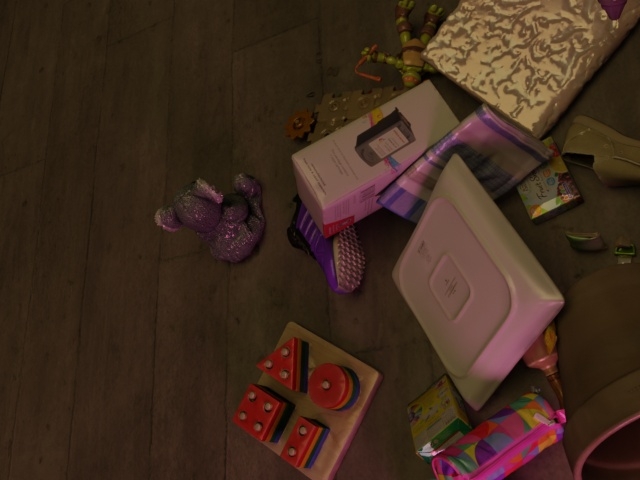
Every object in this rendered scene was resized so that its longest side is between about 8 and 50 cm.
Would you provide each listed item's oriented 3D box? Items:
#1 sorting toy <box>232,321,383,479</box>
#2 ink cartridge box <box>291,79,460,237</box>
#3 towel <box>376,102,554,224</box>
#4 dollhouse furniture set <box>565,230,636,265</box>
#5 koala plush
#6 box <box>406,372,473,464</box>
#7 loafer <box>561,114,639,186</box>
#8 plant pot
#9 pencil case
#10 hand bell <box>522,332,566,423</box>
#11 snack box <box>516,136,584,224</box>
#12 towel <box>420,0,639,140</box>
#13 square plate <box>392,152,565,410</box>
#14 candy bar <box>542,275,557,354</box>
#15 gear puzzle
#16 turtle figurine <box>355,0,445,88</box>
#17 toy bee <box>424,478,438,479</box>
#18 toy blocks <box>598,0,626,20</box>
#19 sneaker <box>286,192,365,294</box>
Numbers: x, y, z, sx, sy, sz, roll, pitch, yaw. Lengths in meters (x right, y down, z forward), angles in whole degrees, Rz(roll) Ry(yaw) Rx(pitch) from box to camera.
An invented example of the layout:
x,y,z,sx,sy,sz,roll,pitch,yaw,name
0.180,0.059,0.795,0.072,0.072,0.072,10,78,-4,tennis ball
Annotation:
x,y,z,sx,sy,sz,roll,pitch,yaw,name
-0.043,0.325,1.521,0.257,0.089,0.255,25,87,36,sorting toy
0.107,-0.151,1.448,0.306,0.226,0.131,-31,76,-7,ink cartridge box
0.271,-0.119,1.384,0.285,0.209,0.034,-42,41,30,towel
0.506,0.024,1.292,0.151,0.076,0.058,3,74,32,dollhouse furniture set
-0.256,-0.065,1.717,0.196,0.221,0.203,-28,60,21,koala plush
0.212,0.319,1.345,0.105,0.043,0.179,-43,13,13,box
0.544,-0.133,1.317,0.092,0.102,0.268,-54,45,6,loafer
0.493,0.196,1.122,0.323,0.323,0.280,-31,43,20,plant pot
0.299,0.341,1.225,0.236,0.104,0.104,-28,52,-22,pencil case
0.409,0.244,1.277,0.126,0.126,0.242,-30,73,20,hand bell
0.428,-0.115,1.415,0.100,0.037,0.141,-29,60,23,snack box
0.415,-0.411,1.479,0.317,0.053,0.332,40,96,20,towel
0.248,0.083,1.324,0.344,0.049,0.347,61,147,33,square plate
0.374,0.118,1.216,0.018,0.040,0.161,9,38,5,candy bar
0.058,-0.264,1.701,0.339,0.044,0.175,0,66,31,gear puzzle
0.220,-0.414,1.624,0.269,0.087,0.217,7,69,8,turtle figurine
0.202,0.462,1.301,0.298,0.162,0.195,13,71,10,toy bee
0.652,-0.384,1.277,0.288,0.260,0.309,-39,40,-24,toy blocks
0.000,0.000,1.615,0.146,0.102,0.293,-26,56,27,sneaker
